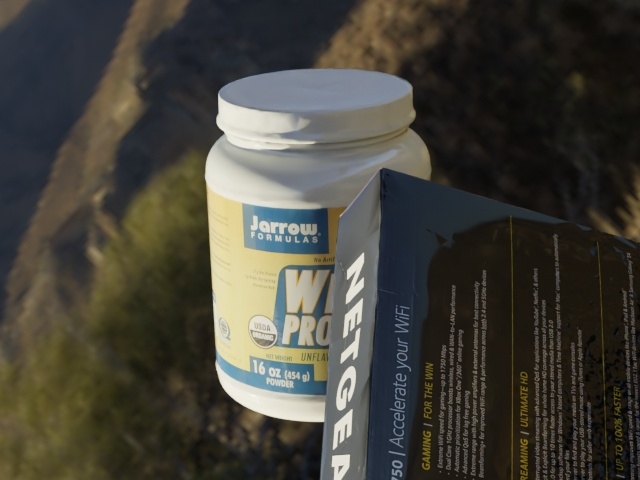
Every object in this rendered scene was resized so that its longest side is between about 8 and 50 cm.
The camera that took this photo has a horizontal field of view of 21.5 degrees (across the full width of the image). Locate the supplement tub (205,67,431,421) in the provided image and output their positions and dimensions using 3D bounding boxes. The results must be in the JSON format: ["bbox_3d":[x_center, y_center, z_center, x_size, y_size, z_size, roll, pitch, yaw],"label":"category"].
[{"bbox_3d":[0.000,0.000,1.078,0.144,0.144,0.200,-90,-2,-72],"label":"supplement tub"}]

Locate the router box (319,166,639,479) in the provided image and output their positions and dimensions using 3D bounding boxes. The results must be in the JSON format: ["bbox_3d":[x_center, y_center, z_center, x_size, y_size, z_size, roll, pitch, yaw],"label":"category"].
[{"bbox_3d":[0.069,0.072,0.612,0.046,0.133,0.179,129,152,-52],"label":"router box"}]
